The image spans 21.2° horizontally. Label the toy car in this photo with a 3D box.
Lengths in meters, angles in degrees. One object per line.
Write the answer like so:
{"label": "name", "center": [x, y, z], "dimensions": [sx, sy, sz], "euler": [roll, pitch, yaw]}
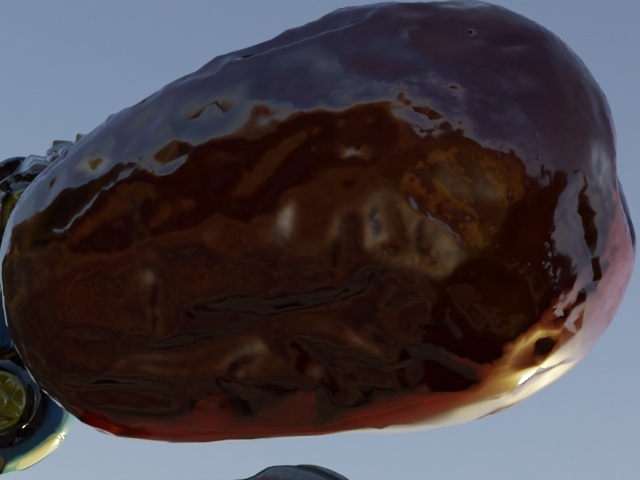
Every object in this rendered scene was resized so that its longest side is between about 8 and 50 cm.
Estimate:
{"label": "toy car", "center": [-0.235, 0.061, 1.512], "dimensions": [0.166, 0.314, 0.198], "euler": [12, 3, -13]}

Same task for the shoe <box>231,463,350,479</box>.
{"label": "shoe", "center": [-0.056, 0.116, 0.428], "dimensions": [0.099, 0.227, 0.125], "euler": [8, -50, 26]}

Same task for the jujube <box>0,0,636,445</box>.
{"label": "jujube", "center": [0.000, 0.000, 0.876], "dimensions": [0.318, 0.223, 0.223], "euler": [-16, -47, 10]}
